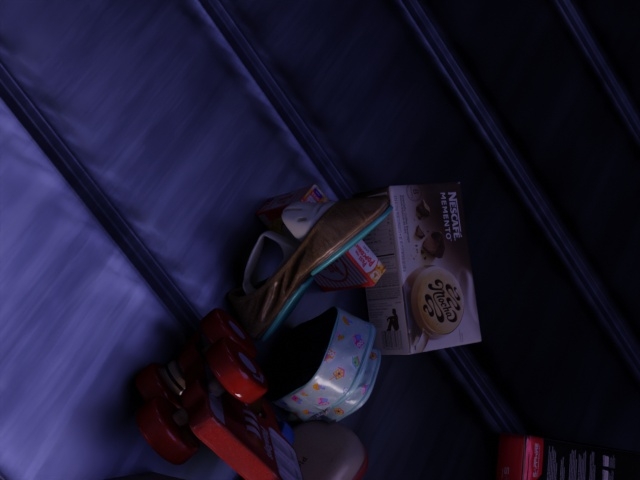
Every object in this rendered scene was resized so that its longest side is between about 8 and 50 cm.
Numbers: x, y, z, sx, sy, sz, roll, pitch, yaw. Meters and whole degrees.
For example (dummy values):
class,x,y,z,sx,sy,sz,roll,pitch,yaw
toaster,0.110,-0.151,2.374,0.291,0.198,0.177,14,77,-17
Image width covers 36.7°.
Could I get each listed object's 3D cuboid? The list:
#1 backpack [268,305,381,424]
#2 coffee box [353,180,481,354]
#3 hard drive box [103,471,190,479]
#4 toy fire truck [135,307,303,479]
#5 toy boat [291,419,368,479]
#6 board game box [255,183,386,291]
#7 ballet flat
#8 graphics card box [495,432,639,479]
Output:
class,x,y,z,sx,sy,sz,roll,pitch,yaw
backpack,0.015,0.200,1.556,0.144,0.188,0.166,28,55,-9
coffee box,0.174,0.048,1.744,0.168,0.119,0.297,-5,86,-32
hard drive box,-0.224,0.433,1.365,0.089,0.232,0.181,-1,83,-33
toy fire truck,-0.128,0.260,1.431,0.169,0.302,0.254,-41,108,3
toy boat,-0.015,0.411,1.580,0.231,0.151,0.151,-48,140,-27
board game box,0.000,0.000,1.621,0.193,0.146,0.045,49,60,-18
ballet flat,-0.035,0.018,1.519,0.124,0.342,0.116,45,31,4
graphics card box,0.503,0.516,1.911,0.371,0.094,0.233,13,77,-30
